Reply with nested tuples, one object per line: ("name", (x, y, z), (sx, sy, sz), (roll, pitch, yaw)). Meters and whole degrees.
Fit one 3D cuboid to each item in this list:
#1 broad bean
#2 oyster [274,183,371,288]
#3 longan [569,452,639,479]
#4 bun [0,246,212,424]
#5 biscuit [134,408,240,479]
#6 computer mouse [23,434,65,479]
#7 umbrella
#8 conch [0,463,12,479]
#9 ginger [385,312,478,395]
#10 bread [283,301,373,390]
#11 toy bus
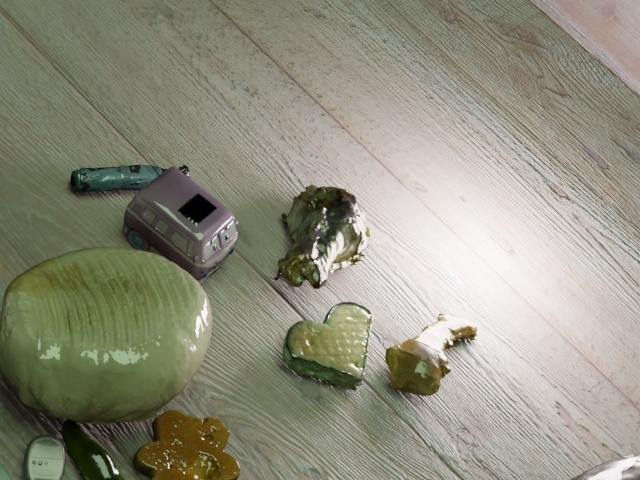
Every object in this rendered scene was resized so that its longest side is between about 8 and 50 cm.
("broad bean", (-0.337, 0.411, 1.799), (0.060, 0.043, 0.297), (-23, 67, -29))
("oyster", (-0.006, -0.005, 2.272), (0.198, 0.133, 0.337), (29, 40, 8))
("longan", (0.592, 0.564, 1.912), (0.436, 0.404, 0.404), (39, 45, 6))
("bun", (-0.363, 0.171, 1.867), (0.365, 0.219, 0.365), (8, 34, -5))
("biscuit", (-0.225, 0.403, 1.870), (0.184, 0.035, 0.248), (12, 49, -18))
("computer mouse", (-0.447, 0.361, 1.787), (0.066, 0.039, 0.096), (10, 56, -20))
("umbrella", (-0.381, -0.123, 2.226), (0.250, 0.053, 0.052), (-5, 63, -32))
("conch", (-0.553, 0.412, 1.648), (0.185, 0.121, 0.221), (-5, 55, 5))
("ginger", (0.237, 0.223, 2.242), (0.131, 0.086, 0.294), (28, 35, 28))
("bread", (0.033, 0.214, 2.149), (0.232, 0.064, 0.172), (-25, 67, -38))
("toy bus", (-0.266, -0.026, 2.138), (0.202, 0.142, 0.142), (38, 45, 7))
